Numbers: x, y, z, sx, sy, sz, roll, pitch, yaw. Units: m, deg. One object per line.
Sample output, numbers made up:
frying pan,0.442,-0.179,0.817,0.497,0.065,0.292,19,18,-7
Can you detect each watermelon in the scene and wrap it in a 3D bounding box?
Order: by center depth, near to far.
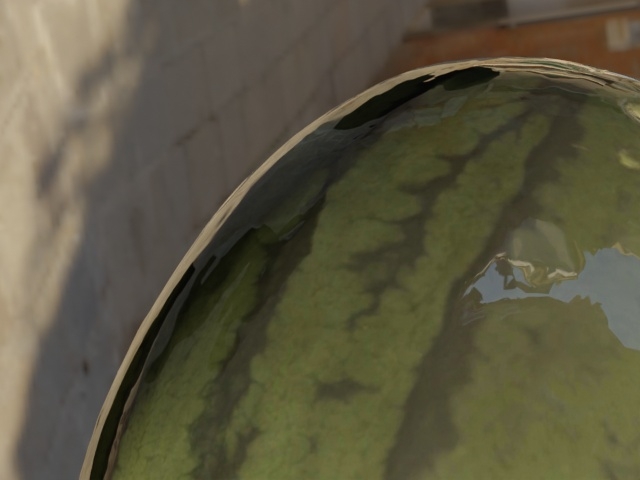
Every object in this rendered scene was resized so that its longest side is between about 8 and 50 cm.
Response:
watermelon,0.063,0.080,0.640,0.359,0.279,0.279,-60,155,-18
